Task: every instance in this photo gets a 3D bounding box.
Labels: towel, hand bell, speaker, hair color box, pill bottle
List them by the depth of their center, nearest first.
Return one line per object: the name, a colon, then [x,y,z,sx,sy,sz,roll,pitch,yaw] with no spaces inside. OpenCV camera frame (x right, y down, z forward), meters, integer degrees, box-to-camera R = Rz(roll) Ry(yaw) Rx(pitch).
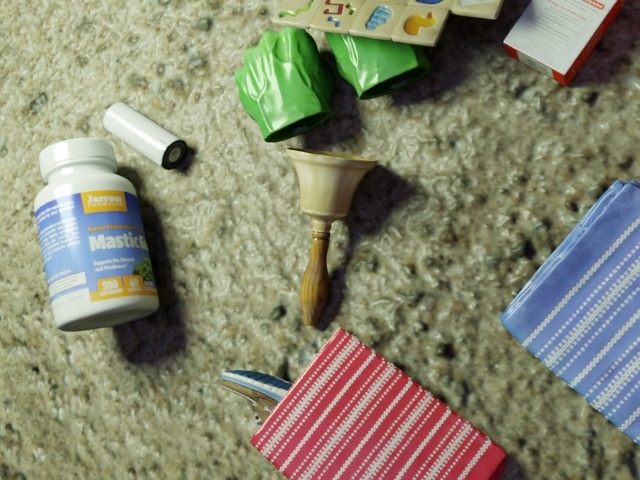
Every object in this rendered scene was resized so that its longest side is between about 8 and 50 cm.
towel: [0.409,0.115,0.795,0.336,0.040,0.243,43,101,20]
hair color box: [0.320,-0.293,0.865,0.093,0.053,0.167,37,99,22]
towel: [0.073,0.267,0.870,0.275,0.031,0.199,36,78,16]
hand bell: [0.000,0.000,0.948,0.126,0.126,0.242,12,102,22]
pill bottle: [-0.345,-0.010,1.037,0.152,0.152,0.271,-18,79,18]
speaker: [-0.278,-0.166,1.082,0.136,0.055,0.055,33,96,22]

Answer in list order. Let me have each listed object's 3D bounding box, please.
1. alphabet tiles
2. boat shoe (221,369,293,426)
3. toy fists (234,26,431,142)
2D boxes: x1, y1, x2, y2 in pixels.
alphabet tiles: [0.093,-0.380,0.923,0.343,0.011,0.285,15,64,22]
boat shoe: [-0.061,0.230,0.949,0.183,0.066,0.066,15,91,22]
toy fists: [0.014,-0.250,0.959,0.279,0.096,0.142,-22,84,16]
